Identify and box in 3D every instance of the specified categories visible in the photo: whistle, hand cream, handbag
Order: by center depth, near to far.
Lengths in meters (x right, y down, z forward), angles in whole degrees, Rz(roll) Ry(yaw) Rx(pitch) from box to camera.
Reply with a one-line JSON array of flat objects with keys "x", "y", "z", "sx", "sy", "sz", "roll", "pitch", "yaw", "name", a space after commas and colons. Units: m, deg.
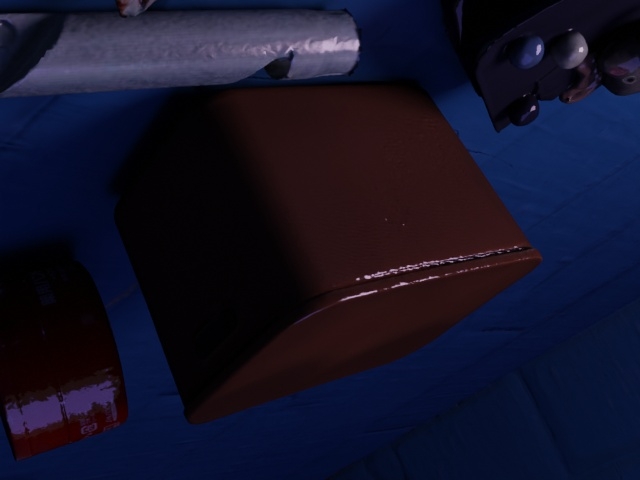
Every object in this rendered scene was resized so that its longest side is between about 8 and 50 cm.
[{"x": -0.108, "y": -0.149, "z": 0.777, "sx": 0.312, "sy": 0.062, "sz": 0.062, "roll": -9, "pitch": 154, "yaw": -33, "name": "whistle"}, {"x": 0.294, "y": -0.225, "z": 0.965, "sx": 0.325, "sy": 0.118, "sz": 0.269, "roll": -27, "pitch": 159, "yaw": 11, "name": "handbag"}, {"x": -0.287, "y": 0.123, "z": 1.048, "sx": 0.125, "sy": 0.193, "sz": 0.193, "roll": -17, "pitch": 157, "yaw": -23, "name": "hand cream"}]

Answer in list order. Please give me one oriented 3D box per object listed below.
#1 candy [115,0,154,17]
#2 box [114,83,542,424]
[{"x": -0.155, "y": -0.211, "z": 0.585, "sx": 0.086, "sy": 0.059, "sz": 0.292, "roll": -31, "pitch": 159, "yaw": 12, "name": "candy"}, {"x": 0.000, "y": 0.000, "z": 0.983, "sx": 0.339, "sy": 0.229, "sz": 0.239, "roll": -9, "pitch": 154, "yaw": -42, "name": "box"}]
